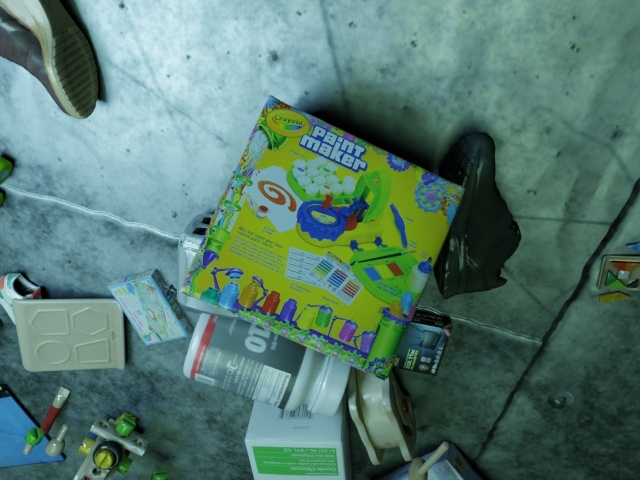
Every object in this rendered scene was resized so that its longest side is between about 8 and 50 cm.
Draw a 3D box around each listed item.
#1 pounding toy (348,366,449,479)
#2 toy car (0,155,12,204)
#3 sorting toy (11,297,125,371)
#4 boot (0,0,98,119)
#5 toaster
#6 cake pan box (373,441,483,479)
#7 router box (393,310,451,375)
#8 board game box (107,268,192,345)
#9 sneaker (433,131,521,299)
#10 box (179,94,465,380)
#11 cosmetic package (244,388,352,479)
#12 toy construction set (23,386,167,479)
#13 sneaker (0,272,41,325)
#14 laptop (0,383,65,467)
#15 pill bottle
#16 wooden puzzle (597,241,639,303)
[{"bbox_3d":[0.163,0.335,1.015,0.154,0.154,0.270,-14,116,17],"label":"pounding toy"},{"bbox_3d":[-0.649,-0.094,0.874,0.155,0.188,0.149,31,120,-9],"label":"toy car"},{"bbox_3d":[-0.512,0.193,1.091,0.208,0.038,0.193,4,122,-12],"label":"sorting toy"},{"bbox_3d":[-0.464,-0.300,0.800,0.206,0.090,0.249,1,123,23],"label":"boot"},{"bbox_3d":[-0.158,0.044,0.914,0.226,0.129,0.147,10,118,6],"label":"toaster"},{"bbox_3d":[0.272,0.613,1.176,0.245,0.070,0.267,-37,91,29],"label":"cake pan box"},{"bbox_3d":[0.187,0.192,0.993,0.092,0.038,0.123,10,122,4],"label":"router box"},{"bbox_3d":[-0.339,0.136,1.055,0.103,0.026,0.154,-14,117,17],"label":"board game box"},{"bbox_3d":[0.249,-0.035,0.823,0.130,0.109,0.287,-3,127,0],"label":"sneaker"},{"bbox_3d":[0.000,0.000,0.755,0.289,0.177,0.279,25,85,-5],"label":"box"},{"bbox_3d":[-0.030,0.488,1.137,0.196,0.155,0.366,-3,121,7],"label":"cosmetic package"},{"bbox_3d":[-0.501,0.443,1.191,0.308,0.257,0.237,34,104,15],"label":"toy construction set"},{"bbox_3d":[-0.594,0.133,1.078,0.075,0.057,0.161,-17,114,25],"label":"sneaker"},{"bbox_3d":[-0.922,0.493,1.254,0.381,0.408,0.237,-13,84,16],"label":"laptop"},{"bbox_3d":[-0.093,0.218,0.985,0.283,0.161,0.161,19,122,-3],"label":"pill bottle"},{"bbox_3d":[0.502,0.056,0.873,0.078,0.014,0.117,-7,119,13],"label":"wooden puzzle"}]
